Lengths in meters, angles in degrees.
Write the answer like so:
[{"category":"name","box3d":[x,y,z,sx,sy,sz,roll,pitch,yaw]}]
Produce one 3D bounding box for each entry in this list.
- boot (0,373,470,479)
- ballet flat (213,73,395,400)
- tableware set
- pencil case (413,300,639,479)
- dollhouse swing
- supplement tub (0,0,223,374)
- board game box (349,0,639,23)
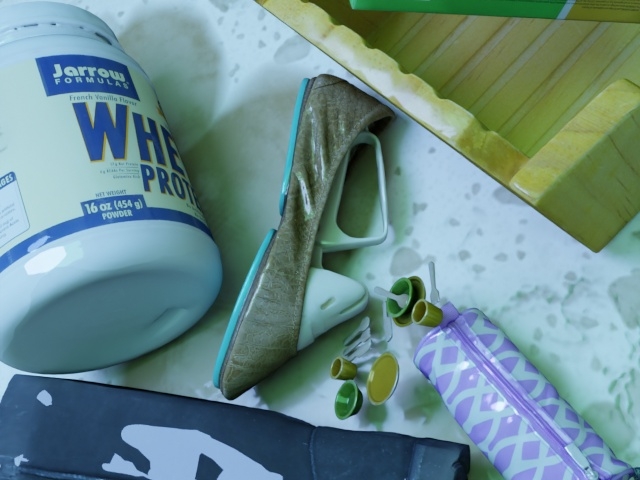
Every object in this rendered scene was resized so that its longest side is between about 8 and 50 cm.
[{"category":"boot","box3d":[-0.119,0.314,0.754,0.444,0.146,0.367,6,65,19]},{"category":"ballet flat","box3d":[0.000,0.000,0.855,0.124,0.116,0.343,15,73,5]},{"category":"tableware set","box3d":[0.054,0.092,0.778,0.154,0.024,0.104,-46,34,39]},{"category":"pencil case","box3d":[0.167,0.149,0.737,0.086,0.088,0.206,-40,62,-5]},{"category":"dollhouse swing","box3d":[0.183,-0.219,0.763,0.347,0.315,0.305,43,101,28]},{"category":"supplement tub","box3d":[-0.255,-0.055,0.886,0.235,0.235,0.325,-29,65,9]},{"category":"board game box","box3d":[0.121,-0.303,0.746,0.242,0.064,0.317,0,46,-11]}]
